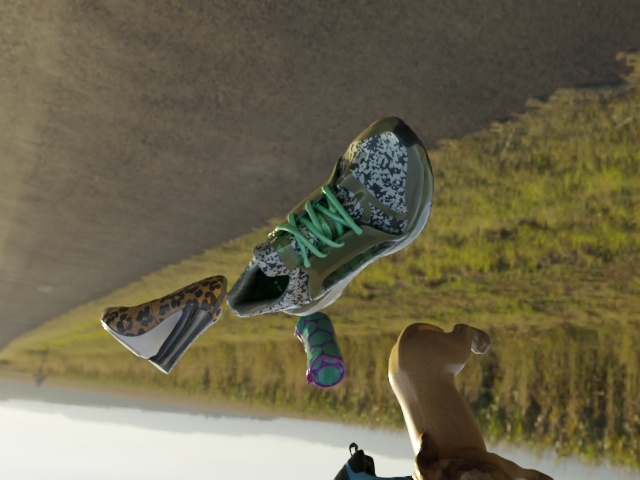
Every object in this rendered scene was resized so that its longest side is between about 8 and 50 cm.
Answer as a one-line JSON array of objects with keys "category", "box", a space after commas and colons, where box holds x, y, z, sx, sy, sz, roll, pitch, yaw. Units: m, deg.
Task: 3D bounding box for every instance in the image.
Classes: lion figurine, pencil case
[{"category": "lion figurine", "box": [0.156, 0.225, 0.993, 0.142, 0.392, 0.240, -45, 135, 19]}, {"category": "pencil case", "box": [-0.002, 0.186, 1.393, 0.070, 0.064, 0.151, -15, -153, -3]}]

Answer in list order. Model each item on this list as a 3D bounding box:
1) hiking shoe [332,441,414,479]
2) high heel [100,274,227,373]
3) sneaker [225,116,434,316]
[{"category": "hiking shoe", "box": [0.140, 0.440, 1.287, 0.304, 0.132, 0.113, 23, 165, 27]}, {"category": "high heel", "box": [-0.274, 0.115, 1.421, 0.261, 0.186, 0.093, 19, 155, 47]}, {"category": "sneaker", "box": [0.000, 0.000, 1.114, 0.182, 0.158, 0.410, -24, 159, -46]}]
